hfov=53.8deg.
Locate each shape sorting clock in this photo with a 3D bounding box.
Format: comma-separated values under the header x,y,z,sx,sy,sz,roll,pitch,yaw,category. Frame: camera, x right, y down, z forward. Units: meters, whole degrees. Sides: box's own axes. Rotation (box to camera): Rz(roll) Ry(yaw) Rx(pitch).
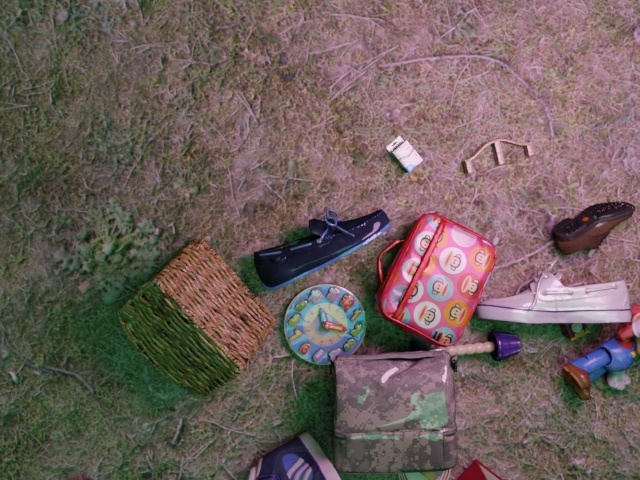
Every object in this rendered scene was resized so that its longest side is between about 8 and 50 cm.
x,y,z,sx,sy,sz,roll,pitch,yaw,category
0.012,0.209,1.562,0.206,0.040,0.206,-1,94,-7,shape sorting clock

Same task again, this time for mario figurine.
x,y,z,sx,sy,sz,roll,pitch,yaw,category
0.785,0.291,1.594,0.320,0.198,0.170,-37,85,1,mario figurine

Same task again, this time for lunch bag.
x,y,z,sx,sy,sz,roll,pitch,yaw,category
0.262,0.086,1.537,0.258,0.120,0.293,27,82,-2,lunch bag
0.175,0.388,1.487,0.304,0.212,0.256,-3,96,8,lunch bag

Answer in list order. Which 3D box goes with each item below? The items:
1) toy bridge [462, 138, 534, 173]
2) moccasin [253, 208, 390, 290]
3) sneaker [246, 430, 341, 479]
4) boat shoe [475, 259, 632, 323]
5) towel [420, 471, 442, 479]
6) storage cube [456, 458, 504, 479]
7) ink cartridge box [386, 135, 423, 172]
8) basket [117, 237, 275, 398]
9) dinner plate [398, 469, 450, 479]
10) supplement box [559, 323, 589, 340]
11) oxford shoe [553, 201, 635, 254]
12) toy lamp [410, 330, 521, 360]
x,y,z,sx,sy,sz,roll,pitch,yaw,category
0.447,-0.222,1.589,0.188,0.026,0.063,-16,95,-6,toy bridge
0.000,0.000,1.497,0.341,0.138,0.117,-27,93,-5,moccasin
-0.062,0.598,1.446,0.236,0.323,0.130,-33,116,-11,sneaker
0.571,0.127,1.563,0.366,0.136,0.157,-2,82,13,boat shoe
0.296,0.576,1.626,0.060,0.009,0.083,37,89,-9,towel
0.416,0.709,1.571,0.183,0.215,0.193,39,96,-9,storage cube
0.207,-0.214,1.558,0.048,0.028,0.083,-42,98,-3,ink cartridge box
-0.295,0.191,1.497,0.299,0.223,0.213,47,121,-8,basket
0.268,0.591,1.636,0.141,0.017,0.141,-1,96,-7,dinner plate
0.652,0.209,1.640,0.055,0.043,0.083,-26,97,-3,supplement box
0.704,-0.031,1.620,0.227,0.083,0.096,-24,116,-4,oxford shoe
0.369,0.274,1.593,0.274,0.080,0.080,-5,95,-8,toy lamp
